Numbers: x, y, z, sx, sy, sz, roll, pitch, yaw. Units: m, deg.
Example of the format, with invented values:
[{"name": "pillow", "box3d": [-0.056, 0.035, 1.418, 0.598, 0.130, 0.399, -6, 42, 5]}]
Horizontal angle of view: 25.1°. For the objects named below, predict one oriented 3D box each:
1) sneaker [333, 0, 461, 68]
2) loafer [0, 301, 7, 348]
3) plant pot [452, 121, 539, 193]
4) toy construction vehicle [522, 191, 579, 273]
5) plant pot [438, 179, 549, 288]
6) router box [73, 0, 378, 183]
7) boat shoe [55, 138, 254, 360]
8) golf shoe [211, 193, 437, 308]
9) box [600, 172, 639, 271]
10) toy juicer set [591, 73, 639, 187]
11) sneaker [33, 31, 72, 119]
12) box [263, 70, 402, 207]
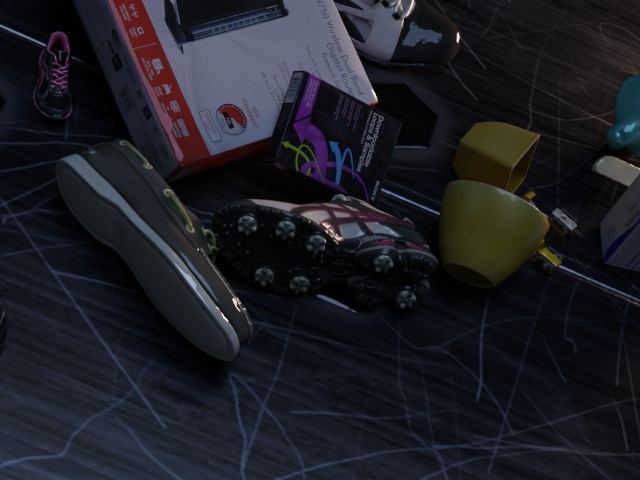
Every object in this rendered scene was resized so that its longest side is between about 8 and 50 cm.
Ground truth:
[{"name": "sneaker", "box3d": [0.049, -0.344, 1.911, 0.331, 0.146, 0.122, 24, 48, -5]}, {"name": "loafer", "box3d": [-0.417, 0.116, 1.403, 0.267, 0.084, 0.096, -28, 69, -36]}, {"name": "plant pot", "box3d": [0.218, -0.105, 1.839, 0.083, 0.081, 0.081, 30, 48, 15]}, {"name": "toy construction vehicle", "box3d": [0.279, -0.009, 1.823, 0.098, 0.035, 0.086, 40, 61, 14]}, {"name": "plant pot", "box3d": [0.195, 0.001, 1.727, 0.134, 0.134, 0.095, 25, 75, -3]}, {"name": "router box", "box3d": [-0.129, -0.267, 1.747, 0.301, 0.082, 0.335, -22, 85, -33]}, {"name": "boat shoe", "box3d": [-0.167, 0.002, 1.577, 0.091, 0.109, 0.305, -31, 67, -32]}, {"name": "golf shoe", "box3d": [0.000, 0.000, 1.670, 0.273, 0.105, 0.120, 16, 34, -18]}, {"name": "box", "box3d": [0.446, -0.017, 1.830, 0.137, 0.126, 0.072, 13, 52, -13]}, {"name": "toy juicer set", "box3d": [0.489, -0.144, 1.989, 0.209, 0.089, 0.329, 41, 60, -16]}, {"name": "sneaker", "box3d": [-0.313, -0.198, 1.706, 0.047, 0.057, 0.119, 5, 54, -21]}, {"name": "box", "box3d": [0.018, -0.119, 1.726, 0.162, 0.029, 0.116, 24, 79, -36]}]
